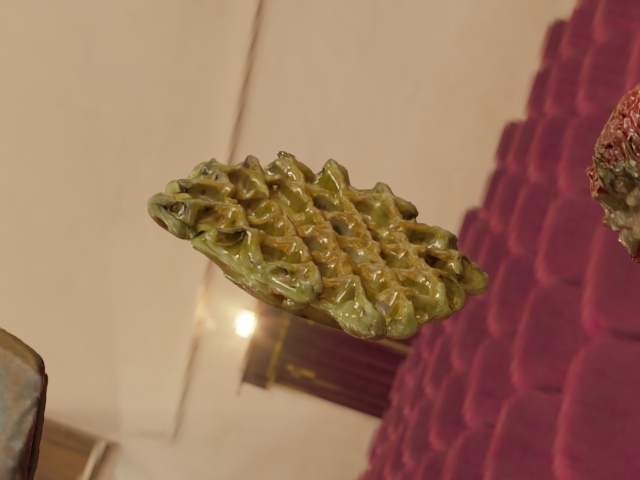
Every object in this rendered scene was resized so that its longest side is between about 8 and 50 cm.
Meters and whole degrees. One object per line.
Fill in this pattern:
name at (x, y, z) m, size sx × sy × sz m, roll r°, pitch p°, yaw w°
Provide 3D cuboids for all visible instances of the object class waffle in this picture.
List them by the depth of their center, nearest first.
waffle at (-0.001, 0.002, 1.037) m, size 0.204 × 0.223 × 0.054 m, roll -28°, pitch -38°, yaw -57°

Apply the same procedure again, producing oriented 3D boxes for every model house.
model house at (-0.210, 0.113, 0.823) m, size 0.152 × 0.106 × 0.165 m, roll 131°, pitch 151°, yaw -74°

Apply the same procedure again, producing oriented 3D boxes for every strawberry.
strawberry at (0.230, -0.038, 0.944) m, size 0.086 × 0.145 × 0.145 m, roll -31°, pitch -21°, yaw -21°
